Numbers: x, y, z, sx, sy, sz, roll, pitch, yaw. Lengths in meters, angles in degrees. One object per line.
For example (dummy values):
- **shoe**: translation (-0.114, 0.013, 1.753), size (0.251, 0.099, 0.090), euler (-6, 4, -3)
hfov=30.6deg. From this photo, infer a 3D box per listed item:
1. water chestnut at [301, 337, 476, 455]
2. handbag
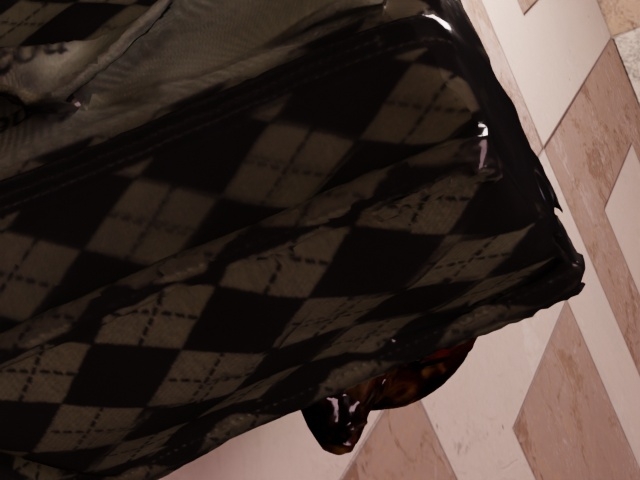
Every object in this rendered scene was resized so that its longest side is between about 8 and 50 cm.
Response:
- **water chestnut**: translation (0.000, 0.000, 0.791), size (0.244, 0.289, 0.289), euler (-52, 125, -20)
- **handbag**: translation (-0.067, -0.119, 0.593), size (0.180, 0.317, 0.416), euler (39, 30, -51)
